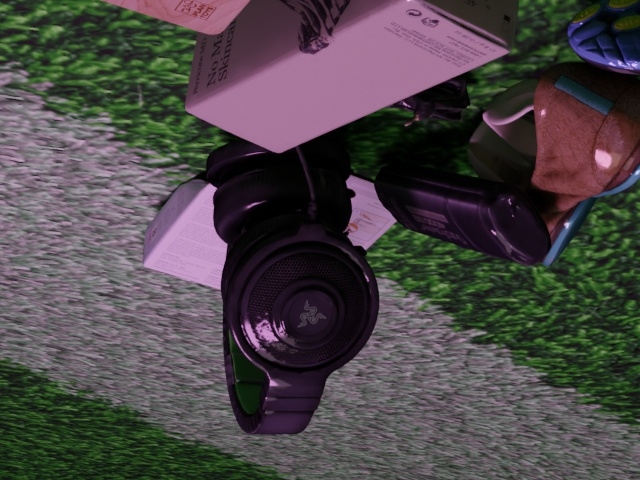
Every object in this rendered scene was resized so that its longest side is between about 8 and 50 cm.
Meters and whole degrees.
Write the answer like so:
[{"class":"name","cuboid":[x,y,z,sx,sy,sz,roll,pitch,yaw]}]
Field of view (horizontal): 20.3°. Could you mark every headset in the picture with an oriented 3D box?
[{"class":"headset","cuboid":[0.000,0.000,1.549,0.185,0.243,0.394,1,136,-14]}]

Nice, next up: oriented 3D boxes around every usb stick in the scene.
[{"class":"usb stick","cuboid":[0.115,-0.026,1.509,0.077,0.045,0.278,49,171,-16]}]

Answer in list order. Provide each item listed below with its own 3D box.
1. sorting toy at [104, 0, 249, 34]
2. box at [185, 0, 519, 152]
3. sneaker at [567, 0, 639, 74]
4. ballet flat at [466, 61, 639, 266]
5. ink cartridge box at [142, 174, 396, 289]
[{"class":"sorting toy","cuboid":[-0.133,-0.251,1.112,0.256,0.089,0.257,16,158,-18]},{"class":"box","cuboid":[0.020,-0.158,1.268,0.094,0.113,0.275,22,154,-31]},{"class":"sneaker","cuboid":[0.272,-0.134,1.288,0.188,0.067,0.078,4,153,4]},{"class":"ballet flat","cuboid":[0.183,-0.068,1.434,0.124,0.116,0.342,32,170,3]},{"class":"ink cartridge box","cuboid":[-0.042,-0.024,1.752,0.189,0.066,0.232,18,136,-23]}]
